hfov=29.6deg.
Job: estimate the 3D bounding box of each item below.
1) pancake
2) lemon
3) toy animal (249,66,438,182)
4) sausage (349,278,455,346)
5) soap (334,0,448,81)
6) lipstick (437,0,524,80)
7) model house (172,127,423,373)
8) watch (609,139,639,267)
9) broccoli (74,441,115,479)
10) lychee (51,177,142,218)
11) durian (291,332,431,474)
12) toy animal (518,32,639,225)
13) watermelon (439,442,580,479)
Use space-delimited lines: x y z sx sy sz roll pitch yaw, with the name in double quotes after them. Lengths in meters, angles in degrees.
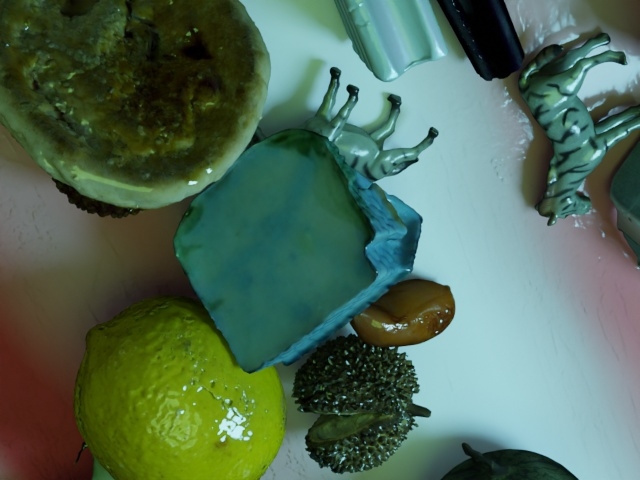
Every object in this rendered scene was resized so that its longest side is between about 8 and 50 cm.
-0.225 -0.205 1.378 0.356 0.356 0.065 7 150 -12 "pancake"
-0.177 0.213 1.564 0.258 0.258 0.310 -37 100 7 "lemon"
0.023 -0.121 1.562 0.217 0.073 0.176 21 113 -22 "toy animal"
0.110 0.101 1.639 0.179 0.089 0.089 -7 116 -35 "sausage"
0.043 -0.343 1.414 0.095 0.173 0.289 -25 113 0 "soap"
0.143 -0.356 1.423 0.077 0.077 0.418 -31 130 4 "lipstick"
0.000 0.000 1.529 0.261 0.241 0.226 -38 74 27 "model house"
0.534 -0.038 1.639 0.241 0.161 0.253 27 107 -26 "watch"
-0.281 0.399 1.712 0.243 0.273 0.180 -10 159 -15 "broccoli"
-0.247 -0.110 1.467 0.188 0.188 0.188 -3 113 -8 "lychee"
0.059 0.225 1.652 0.196 0.167 0.196 12 131 15 "durian"
0.356 -0.146 1.596 0.170 0.090 0.255 -14 111 1 "toy animal"
0.279 0.450 1.729 0.279 0.279 0.359 -17 113 -2 "watermelon"
